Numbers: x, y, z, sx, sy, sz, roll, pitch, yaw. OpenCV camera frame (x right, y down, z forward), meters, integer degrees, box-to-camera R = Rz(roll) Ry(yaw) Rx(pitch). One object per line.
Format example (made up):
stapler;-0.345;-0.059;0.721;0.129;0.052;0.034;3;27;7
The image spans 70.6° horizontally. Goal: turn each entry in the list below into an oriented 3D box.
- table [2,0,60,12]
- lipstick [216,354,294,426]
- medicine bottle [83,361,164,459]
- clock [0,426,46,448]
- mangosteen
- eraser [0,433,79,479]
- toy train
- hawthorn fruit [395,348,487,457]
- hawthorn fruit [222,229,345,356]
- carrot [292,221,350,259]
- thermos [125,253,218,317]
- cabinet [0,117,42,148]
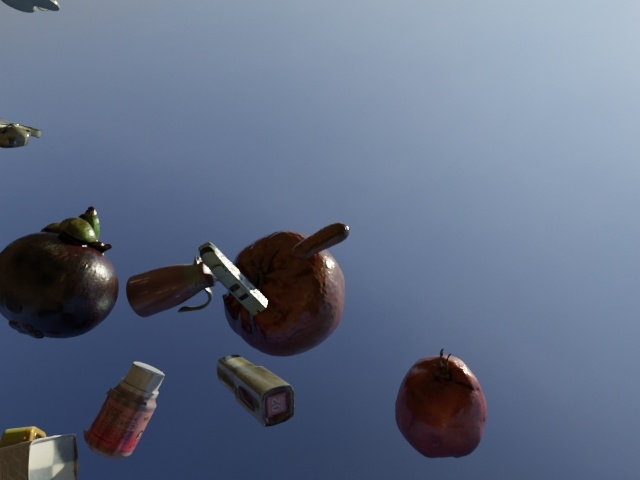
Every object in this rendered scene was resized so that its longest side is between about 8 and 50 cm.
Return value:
table;-0.554;-0.553;0.831;0.167;0.167;0.198;11;-91;28
lipstick;-0.151;0.313;0.986;0.078;0.078;0.253;-6;-172;-32
medicine bottle;-0.556;0.484;1.305;0.147;0.147;0.247;18;-105;33
clock;-0.891;0.670;1.342;0.096;0.143;0.202;-3;-121;-12
mangosteen;-0.691;0.091;1.231;0.306;0.306;0.359;9;-124;26
eraser;-0.655;0.465;0.886;0.404;0.098;0.096;-21;-111;21
toy train;-0.204;0.088;1.045;0.043;0.207;0.047;-32;-157;17
hawthorn fruit;0.272;0.354;1.029;0.212;0.298;0.211;-7;-153;4
hawthorn fruit;-0.090;0.185;1.435;0.403;0.402;0.402;-10;-137;9
carrot;0.000;0.000;1.229;0.186;0.060;0.060;-25;-139;-29
thermos;-0.463;0.154;1.462;0.265;0.176;0.146;-17;-165;9
cabinet;-0.523;-0.045;0.495;0.227;0.318;0.289;29;-78;60
